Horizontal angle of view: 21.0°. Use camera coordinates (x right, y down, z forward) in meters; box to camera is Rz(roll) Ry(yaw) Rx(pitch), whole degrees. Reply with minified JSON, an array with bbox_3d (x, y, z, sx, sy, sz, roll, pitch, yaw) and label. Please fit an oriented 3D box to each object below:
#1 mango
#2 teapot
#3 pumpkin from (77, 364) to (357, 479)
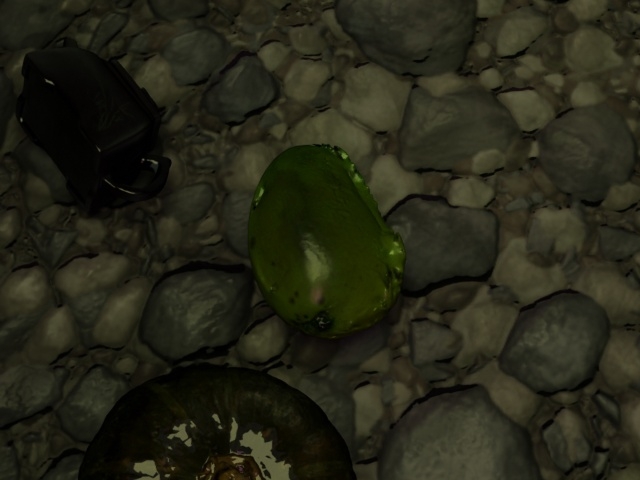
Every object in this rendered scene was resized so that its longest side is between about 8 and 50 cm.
[{"bbox_3d":[-0.001,0.001,1.391,0.119,0.100,0.178,10,52,-29],"label":"mango"},{"bbox_3d":[-0.184,-0.104,1.467,0.096,0.087,0.177,-25,64,-31],"label":"teapot"},{"bbox_3d":[-0.075,0.201,1.275,0.224,0.157,0.223,5,67,-13],"label":"pumpkin"}]
